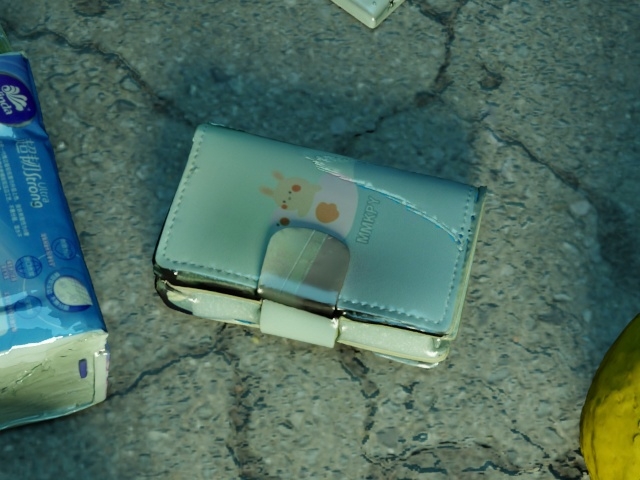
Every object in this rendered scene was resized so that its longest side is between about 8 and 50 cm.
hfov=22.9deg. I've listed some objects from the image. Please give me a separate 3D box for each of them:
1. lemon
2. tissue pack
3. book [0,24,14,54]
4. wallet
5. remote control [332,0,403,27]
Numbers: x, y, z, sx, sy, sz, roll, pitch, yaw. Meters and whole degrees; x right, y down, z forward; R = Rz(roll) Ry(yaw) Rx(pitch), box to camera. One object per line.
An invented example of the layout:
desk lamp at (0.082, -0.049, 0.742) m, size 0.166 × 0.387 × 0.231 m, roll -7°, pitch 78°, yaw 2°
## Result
lemon at (0.301, 0.131, 1.177) m, size 0.204 × 0.204 × 0.260 m, roll 37°, pitch 65°, yaw 15°
tissue pack at (-0.289, 0.010, 1.220) m, size 0.198 × 0.146 × 0.263 m, roll -14°, pitch 62°, yaw -14°
book at (-0.399, -0.175, 1.386) m, size 0.228 × 0.024 × 0.160 m, roll -21°, pitch 67°, yaw -17°
wallet at (0.000, 0.000, 1.295) m, size 0.250 × 0.075 × 0.176 m, roll 14°, pitch 57°, yaw 3°
remote control at (0.006, -0.264, 1.470) m, size 0.162 × 0.029 × 0.061 m, roll 37°, pitch 66°, yaw 15°
